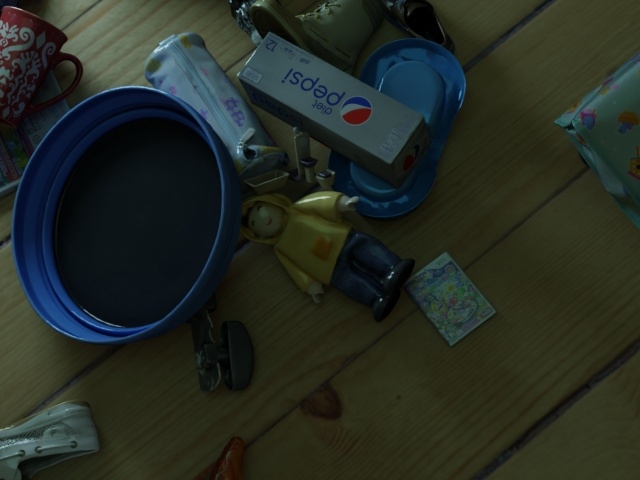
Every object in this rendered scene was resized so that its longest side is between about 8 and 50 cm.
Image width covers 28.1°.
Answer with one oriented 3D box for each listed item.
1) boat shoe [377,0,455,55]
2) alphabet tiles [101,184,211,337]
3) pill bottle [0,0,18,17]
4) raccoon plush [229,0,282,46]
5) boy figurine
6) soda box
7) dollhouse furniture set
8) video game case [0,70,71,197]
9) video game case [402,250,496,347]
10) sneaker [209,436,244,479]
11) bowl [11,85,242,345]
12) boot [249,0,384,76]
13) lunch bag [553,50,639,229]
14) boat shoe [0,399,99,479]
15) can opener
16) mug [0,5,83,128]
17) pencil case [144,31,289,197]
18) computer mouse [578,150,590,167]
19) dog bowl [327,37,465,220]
[{"bbox_3d":[0.150,-0.362,2.030,0.066,0.066,0.183,-40,72,-6],"label":"boat shoe"},{"bbox_3d":[-0.266,0.025,1.949,0.198,0.009,0.237,6,81,31],"label":"alphabet tiles"},{"bbox_3d":[-0.561,-0.401,2.107,0.123,0.123,0.219,10,74,10],"label":"pill bottle"},{"bbox_3d":[-0.268,-0.461,2.056,0.299,0.216,0.446,-25,71,8],"label":"raccoon plush"},{"bbox_3d":[0.000,0.000,1.905,0.285,0.092,0.177,32,114,12],"label":"boy figurine"},{"bbox_3d":[0.020,-0.194,1.902,0.286,0.098,0.091,31,79,20],"label":"soda box"},{"bbox_3d":[-0.050,-0.114,1.890,0.114,0.081,0.091,-21,29,-31],"label":"dollhouse furniture set"},{"bbox_3d":[-0.496,-0.187,2.086,0.183,0.023,0.201,-27,72,-2],"label":"video game case"},{"bbox_3d":[0.192,0.087,1.915,0.087,0.011,0.122,-37,72,-4],"label":"video game case"},{"bbox_3d":[-0.132,0.372,1.853,0.067,0.064,0.175,14,80,-9],"label":"sneaker"},{"bbox_3d":[-0.290,-0.033,1.920,0.391,0.077,0.391,-7,76,27],"label":"bowl"},{"bbox_3d":[-0.002,-0.351,1.992,0.077,0.213,0.165,11,68,53],"label":"boot"},{"bbox_3d":[0.504,-0.136,1.828,0.223,0.160,0.262,-39,95,1],"label":"lunch bag"},{"bbox_3d":[-0.458,0.329,1.880,0.277,0.098,0.096,-24,71,-2],"label":"boat shoe"},{"bbox_3d":[-0.166,0.093,1.942,0.095,0.076,0.283,0,69,-26],"label":"can opener"},{"bbox_3d":[-0.474,-0.266,2.038,0.150,0.113,0.169,22,81,14],"label":"mug"},{"bbox_3d":[-0.166,-0.195,1.991,0.113,0.124,0.273,-37,71,6],"label":"pencil case"},{"bbox_3d":[0.503,-0.193,1.939,0.184,0.060,0.262,26,90,10],"label":"computer mouse"},{"bbox_3d":[0.120,-0.164,1.970,0.166,0.074,0.297,17,76,12],"label":"dog bowl"}]
